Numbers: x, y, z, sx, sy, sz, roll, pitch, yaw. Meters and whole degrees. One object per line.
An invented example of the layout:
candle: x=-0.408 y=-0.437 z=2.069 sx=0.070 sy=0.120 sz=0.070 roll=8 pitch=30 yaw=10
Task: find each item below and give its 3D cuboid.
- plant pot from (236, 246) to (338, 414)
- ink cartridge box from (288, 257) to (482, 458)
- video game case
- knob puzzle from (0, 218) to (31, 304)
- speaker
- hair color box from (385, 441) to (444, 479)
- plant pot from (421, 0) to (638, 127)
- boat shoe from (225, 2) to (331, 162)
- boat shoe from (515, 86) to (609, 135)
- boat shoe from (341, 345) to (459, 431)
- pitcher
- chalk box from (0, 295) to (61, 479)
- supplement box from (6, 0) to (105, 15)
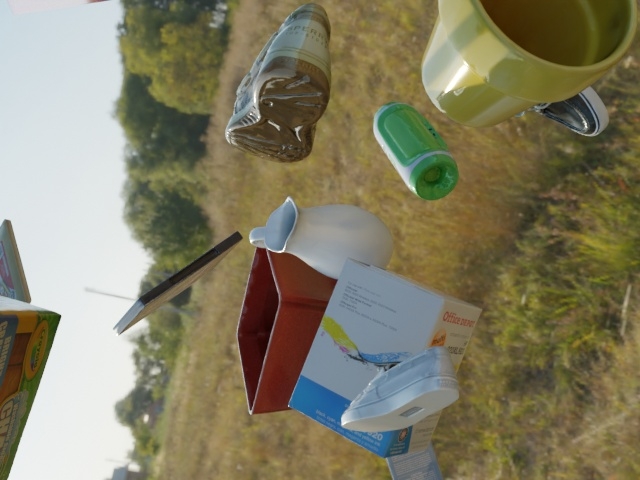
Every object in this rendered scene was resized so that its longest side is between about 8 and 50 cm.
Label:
plant pot: x=-0.015 y=0.163 z=1.483 sx=0.267 sy=0.235 sz=0.267 roll=-113 pitch=34 yaw=-58
ink cartridge box: x=0.099 y=0.168 z=1.102 sx=0.171 sy=0.168 sz=0.233 roll=19 pitch=-88 yaw=-59
video game case: x=-0.300 y=0.090 z=1.588 sx=0.274 sy=0.026 sz=0.196 roll=-39 pitch=-1 yaw=-39
knob puzzle: x=-0.504 y=0.094 z=1.178 sx=0.213 sy=0.030 sz=0.213 roll=-11 pitch=74 yaw=43
speaker: x=0.225 y=-0.222 z=1.817 sx=0.297 sy=0.131 sz=0.131 roll=-114 pitch=35 yaw=-49
hair color box: x=0.182 y=0.430 z=1.744 sx=0.185 sy=0.113 sz=0.375 roll=-131 pitch=23 yaw=-85
plant pot: x=0.259 y=-0.283 z=1.049 sx=0.239 sy=0.253 sz=0.254 roll=133 pitch=148 yaw=-65
boat shoe: x=-0.040 y=-0.165 z=0.868 sx=0.285 sy=0.104 sz=0.089 roll=148 pitch=138 yaw=-69
boat shoe: x=0.430 y=-0.302 z=1.506 sx=0.105 sy=0.306 sz=0.113 roll=-44 pitch=-5 yaw=-24
boat shoe: x=0.085 y=0.169 z=0.851 sx=0.184 sy=0.066 sz=0.063 roll=-46 pitch=35 yaw=50
pitcher: x=0.000 y=0.000 z=1.256 sx=0.177 sy=0.207 sz=0.126 roll=-13 pitch=67 yaw=57
chalk box: x=-0.364 y=0.124 z=0.666 sx=0.289 sy=0.179 sz=0.180 roll=42 pitch=-116 yaw=-83
supplement box: x=-0.214 y=-0.256 z=0.614 sx=0.220 sy=0.113 sz=0.111 roll=-153 pitch=50 yaw=-66
